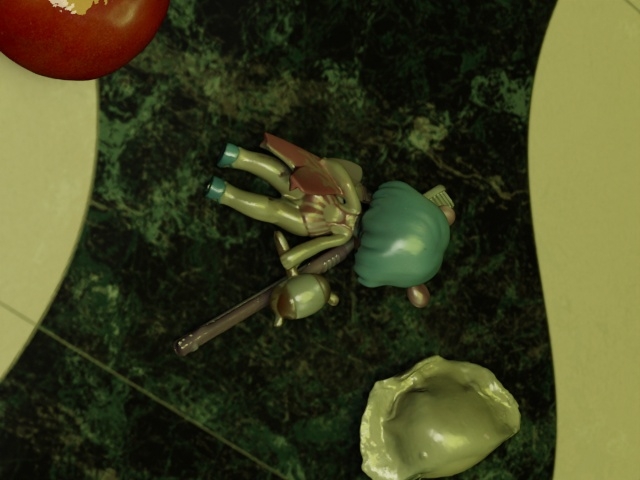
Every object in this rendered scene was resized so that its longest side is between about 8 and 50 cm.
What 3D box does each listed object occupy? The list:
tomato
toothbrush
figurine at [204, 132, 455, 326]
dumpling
[{"bbox_3d":[-0.231,-0.242,1.687,0.195,0.136,0.195,-3,96,-28],"label":"tomato"},{"bbox_3d":[-0.002,0.032,1.900,0.354,0.024,0.029,-30,75,-24],"label":"toothbrush"},{"bbox_3d":[0.006,-0.009,1.843,0.260,0.103,0.205,22,69,-12],"label":"figurine"},{"bbox_3d":[0.121,0.190,1.946,0.188,0.108,0.127,-17,77,-13],"label":"dumpling"}]
